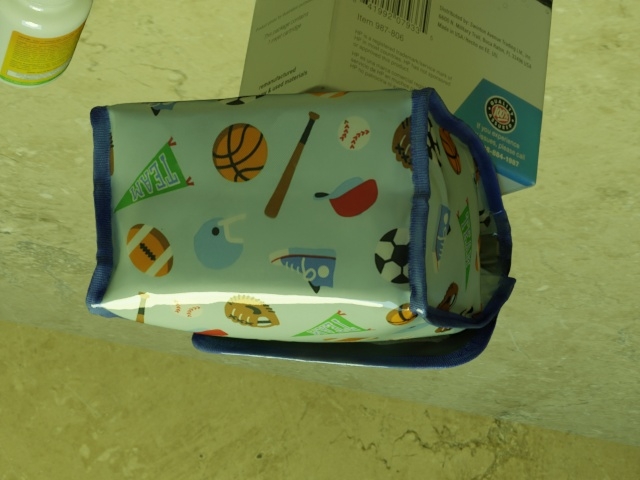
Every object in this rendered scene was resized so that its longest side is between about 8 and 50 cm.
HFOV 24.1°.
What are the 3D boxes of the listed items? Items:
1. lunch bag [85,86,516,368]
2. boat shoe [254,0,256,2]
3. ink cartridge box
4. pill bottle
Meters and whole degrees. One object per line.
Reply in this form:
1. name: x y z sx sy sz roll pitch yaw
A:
1. lunch bag: 0.000 0.000 1.447 0.328 0.239 0.385 1 175 17
2. boat shoe: 0.055 -0.289 1.927 0.301 0.108 0.102 4 157 -12
3. ink cartridge box: 0.093 -0.265 1.585 0.285 0.395 0.166 22 156 -32
4. pill bottle: -0.371 -0.308 1.954 0.136 0.136 0.245 13 157 -15
